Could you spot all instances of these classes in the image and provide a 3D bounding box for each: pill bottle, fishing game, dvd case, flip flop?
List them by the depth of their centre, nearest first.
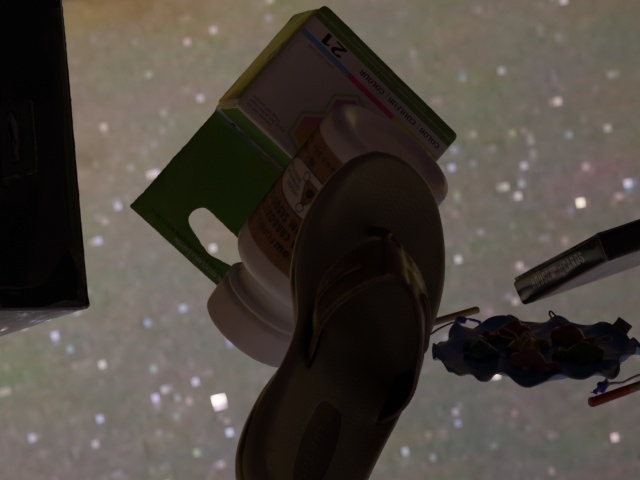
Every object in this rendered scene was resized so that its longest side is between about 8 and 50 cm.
[{"bbox_3d":[0.025,0.061,1.174,0.080,0.112,0.277,-35,-153,51],"label":"flip flop"},{"bbox_3d":[0.305,-0.008,1.607,0.239,0.029,0.179,-19,172,-20],"label":"dvd case"},{"bbox_3d":[0.191,0.086,1.616,0.189,0.041,0.264,-12,-163,-37],"label":"fishing game"},{"bbox_3d":[0.000,0.000,1.689,0.229,0.131,0.131,-52,-174,21],"label":"pill bottle"}]

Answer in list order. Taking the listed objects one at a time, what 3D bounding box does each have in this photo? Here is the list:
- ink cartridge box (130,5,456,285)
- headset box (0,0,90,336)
[{"bbox_3d":[-0.025,-0.067,1.787,0.255,0.189,0.097,-50,-166,-11],"label":"ink cartridge box"},{"bbox_3d":[-0.296,-0.049,1.384,0.131,0.246,0.283,1,168,-37],"label":"headset box"}]
